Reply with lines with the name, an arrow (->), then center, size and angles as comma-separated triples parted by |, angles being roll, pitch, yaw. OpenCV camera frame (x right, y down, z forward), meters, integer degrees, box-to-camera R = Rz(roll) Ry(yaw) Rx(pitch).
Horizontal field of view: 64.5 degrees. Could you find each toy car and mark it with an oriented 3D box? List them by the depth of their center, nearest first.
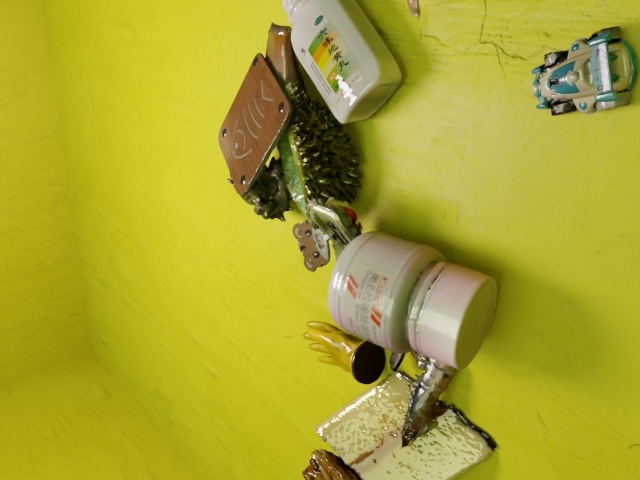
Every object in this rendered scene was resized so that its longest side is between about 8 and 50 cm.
toy car -> 0.408, -0.264, 0.815 | 0.162, 0.098, 0.126 | -1, 102, 46

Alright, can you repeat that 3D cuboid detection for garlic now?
garlic -> -0.092, -0.392, 1.308 | 0.143, 0.112, 0.318 | 37, 140, 57

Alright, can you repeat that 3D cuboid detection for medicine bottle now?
medicine bottle -> 0.196, 0.125, 1.088 | 0.302, 0.241, 0.241 | 18, 118, 35
medicine bottle -> 0.036, -0.438, 1.146 | 0.179, 0.124, 0.324 | -43, 70, 48

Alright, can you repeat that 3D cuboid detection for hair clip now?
hair clip -> 0.071, 0.005, 1.242 | 0.138, 0.091, 0.321 | 25, 155, 35

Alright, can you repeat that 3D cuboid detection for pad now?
pad -> -0.179, -0.296, 1.299 | 0.284, 0.018, 0.286 | -55, 43, 32

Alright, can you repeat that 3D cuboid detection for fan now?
fan -> 0.000, 0.000, 1.436 | 0.227, 0.008, 0.152 | -25, 85, 50

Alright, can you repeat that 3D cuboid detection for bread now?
bread -> 0.226, 0.526, 1.375 | 0.405, 0.242, 0.345 | -45, 62, 11
bread -> 0.083, 0.743, 1.410 | 0.277, 0.167, 0.324 | 32, 164, 40

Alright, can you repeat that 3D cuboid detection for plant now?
plant -> -0.161, -0.157, 1.519 | 0.251, 0.180, 0.333 | 63, 171, 2

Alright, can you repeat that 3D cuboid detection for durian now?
durian -> -0.013, -0.205, 1.262 | 0.198, 0.163, 0.394 | 30, 141, 61

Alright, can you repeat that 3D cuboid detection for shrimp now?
shrimp -> 0.222, 0.359, 1.246 | 0.169, 0.058, 0.295 | 33, 107, 44

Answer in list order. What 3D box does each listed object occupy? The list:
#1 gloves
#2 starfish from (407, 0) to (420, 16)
gloves -> 0.043, 0.313, 1.448 | 0.294, 0.116, 0.132 | 6, 102, 53
starfish -> 0.157, -0.652, 0.940 | 0.398, 0.132, 0.383 | 40, 135, 36
